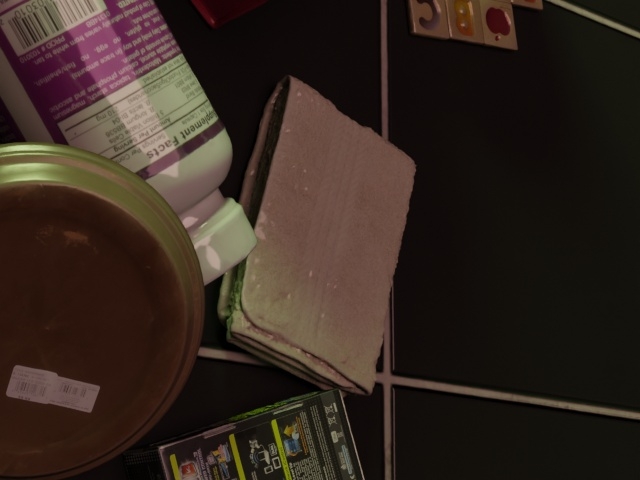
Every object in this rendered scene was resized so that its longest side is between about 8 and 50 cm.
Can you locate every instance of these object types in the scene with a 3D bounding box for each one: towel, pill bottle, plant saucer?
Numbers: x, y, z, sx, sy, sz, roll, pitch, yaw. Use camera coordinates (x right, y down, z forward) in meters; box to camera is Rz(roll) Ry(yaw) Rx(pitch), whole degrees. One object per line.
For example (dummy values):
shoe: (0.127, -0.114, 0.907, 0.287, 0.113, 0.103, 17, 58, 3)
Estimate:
towel: (0.000, 0.000, 1.384, 0.187, 0.049, 0.282, 32, 58, -33)
pill bottle: (-0.177, -0.097, 1.172, 0.169, 0.169, 0.301, -38, 105, -40)
plant saucer: (-0.219, 0.064, 1.080, 0.278, 0.041, 0.278, -6, 108, -18)

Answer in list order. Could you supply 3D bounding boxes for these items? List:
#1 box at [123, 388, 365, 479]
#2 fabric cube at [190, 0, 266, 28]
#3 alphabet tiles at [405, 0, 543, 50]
box: (-0.042, 0.286, 1.263, 0.216, 0.060, 0.270, -14, 88, -42)
fabric cube: (-0.032, -0.398, 1.318, 0.254, 0.259, 0.258, 54, 50, -18)
alphabet tiles: (0.147, -0.391, 1.639, 0.285, 0.011, 0.342, 3, 77, -41)
